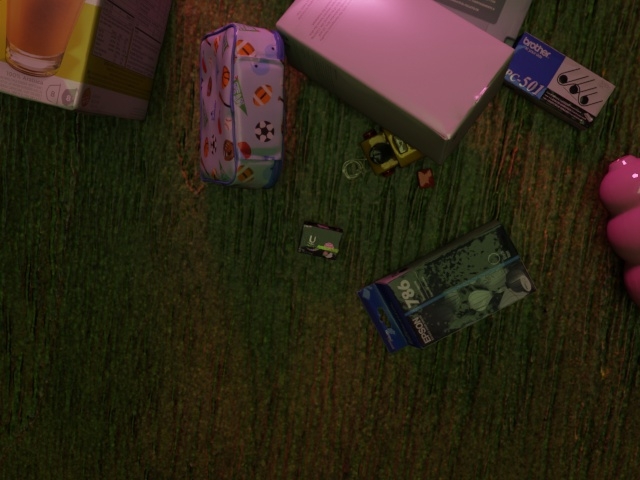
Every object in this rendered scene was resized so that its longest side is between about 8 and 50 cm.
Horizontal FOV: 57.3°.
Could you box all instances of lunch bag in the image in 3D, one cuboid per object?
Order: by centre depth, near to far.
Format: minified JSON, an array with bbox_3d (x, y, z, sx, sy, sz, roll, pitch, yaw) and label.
[{"bbox_3d":[-0.155,-0.249,1.094,0.115,0.243,0.303,0,99,-27],"label":"lunch bag"}]

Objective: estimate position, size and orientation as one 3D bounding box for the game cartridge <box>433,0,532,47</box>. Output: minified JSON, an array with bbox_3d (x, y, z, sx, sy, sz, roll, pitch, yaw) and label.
[{"bbox_3d":[0.262,-0.503,1.121,0.297,0.062,0.198,22,95,-1],"label":"game cartridge"}]

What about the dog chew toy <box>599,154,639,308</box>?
[{"bbox_3d":[0.651,-0.009,1.117,0.207,0.206,0.331,-29,89,6],"label":"dog chew toy"}]

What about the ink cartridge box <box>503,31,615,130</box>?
[{"bbox_3d":[0.456,-0.309,1.147,0.207,0.046,0.097,30,98,-3],"label":"ink cartridge box"}]

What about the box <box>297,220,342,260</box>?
[{"bbox_3d":[0.000,0.000,1.210,0.083,0.052,0.062,12,100,1],"label":"box"}]

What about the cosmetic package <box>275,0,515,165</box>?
[{"bbox_3d":[0.127,-0.324,1.042,0.366,0.155,0.197,38,85,11],"label":"cosmetic package"}]

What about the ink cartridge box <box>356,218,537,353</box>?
[{"bbox_3d":[0.256,0.106,1.213,0.333,0.065,0.165,-29,97,7],"label":"ink cartridge box"}]

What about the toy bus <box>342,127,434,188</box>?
[{"bbox_3d":[0.158,-0.192,1.147,0.191,0.104,0.202,17,99,0],"label":"toy bus"}]

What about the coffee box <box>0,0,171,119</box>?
[{"bbox_3d":[-0.480,-0.418,1.016,0.338,0.338,0.334,15,99,-1],"label":"coffee box"}]
